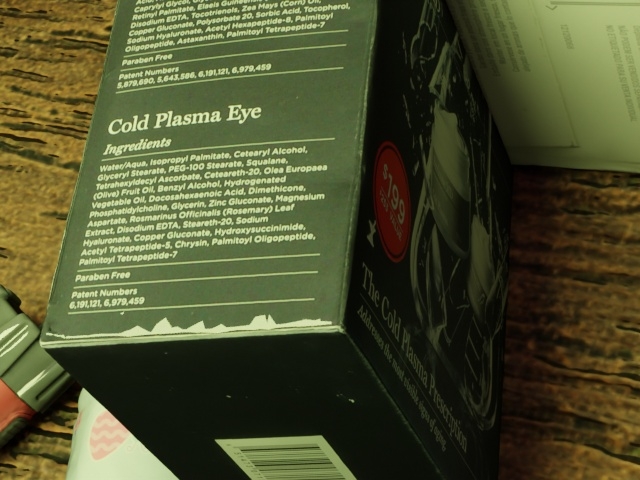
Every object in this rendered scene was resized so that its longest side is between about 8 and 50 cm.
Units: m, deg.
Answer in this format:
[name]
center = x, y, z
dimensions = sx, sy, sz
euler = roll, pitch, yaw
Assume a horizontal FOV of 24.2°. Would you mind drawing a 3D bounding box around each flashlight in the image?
[flashlight]
center = -0.326, 0.166, 1.128
dimensions = 0.304, 0.103, 0.103
euler = -41, 29, -7

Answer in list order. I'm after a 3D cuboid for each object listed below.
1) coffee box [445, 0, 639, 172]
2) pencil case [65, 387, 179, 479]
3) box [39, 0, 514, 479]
[coffee box]
center = 0.166, -0.279, 1.083
dimensions = 0.338, 0.337, 0.334
euler = 5, 60, 23
[pencil case]
center = -0.122, 0.218, 1.015
dimensions = 0.124, 0.113, 0.273
euler = 19, 57, -20
[box]
center = 0.000, 0.000, 0.964
dimensions = 0.179, 0.343, 0.312
euler = -5, 59, 19
